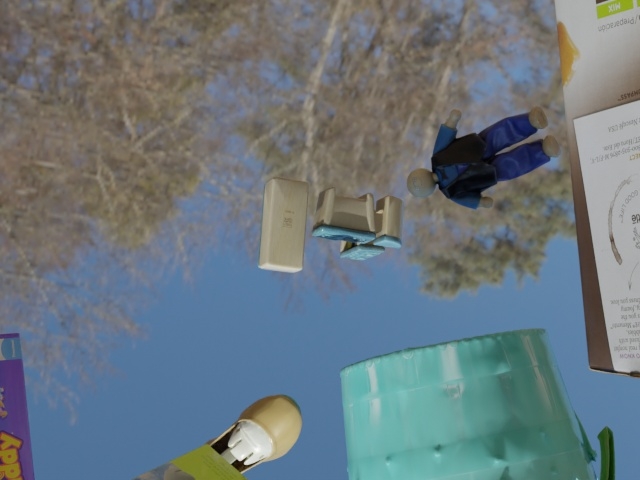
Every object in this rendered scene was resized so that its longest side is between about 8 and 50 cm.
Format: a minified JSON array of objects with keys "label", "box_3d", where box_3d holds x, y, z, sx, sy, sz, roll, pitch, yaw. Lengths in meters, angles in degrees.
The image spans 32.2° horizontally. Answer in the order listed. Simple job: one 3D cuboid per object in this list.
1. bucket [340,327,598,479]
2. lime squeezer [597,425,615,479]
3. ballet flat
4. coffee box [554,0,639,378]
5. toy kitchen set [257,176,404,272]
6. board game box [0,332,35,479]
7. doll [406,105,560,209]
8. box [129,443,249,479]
[{"label":"bucket","box_3d":[0.155,0.211,1.233,0.281,0.281,0.183,-3,-104,-28]},{"label":"lime squeezer","box_3d":[0.340,0.297,1.160,0.110,0.059,0.310,-31,-164,-6]},{"label":"ballet flat","box_3d":[-0.102,0.278,1.470,0.080,0.232,0.073,48,-134,3]},{"label":"coffee box","box_3d":[0.203,-0.061,0.550,0.141,0.246,0.098,-6,-178,-26]},{"label":"toy kitchen set","box_3d":[0.000,0.000,1.574,0.207,0.166,0.122,9,-102,-19]},{"label":"board game box","box_3d":[-0.371,0.303,1.234,0.078,0.233,0.347,-3,-111,-24]},{"label":"doll","box_3d":[0.189,-0.101,1.351,0.129,0.189,0.046,65,-154,-3]},{"label":"box","box_3d":[-0.115,0.232,0.880,0.109,0.042,0.178,36,-154,22]}]
